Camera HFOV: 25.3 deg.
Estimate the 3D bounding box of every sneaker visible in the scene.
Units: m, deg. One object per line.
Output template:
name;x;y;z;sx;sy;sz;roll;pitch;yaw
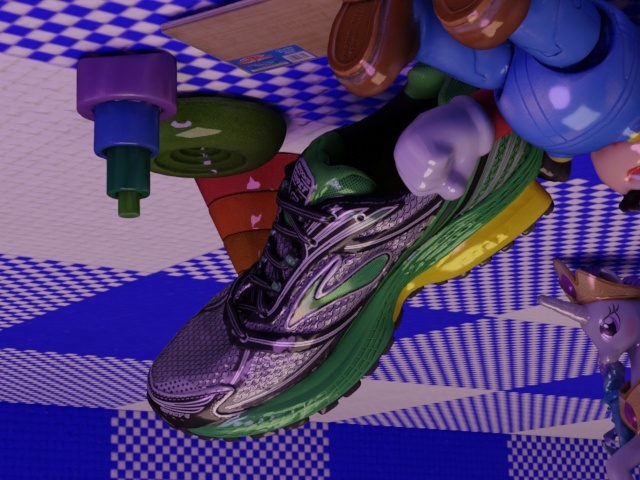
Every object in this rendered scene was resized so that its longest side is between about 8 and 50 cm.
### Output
sneaker;0.000;0.000;0.987;0.343;0.134;0.146;-44;133;10

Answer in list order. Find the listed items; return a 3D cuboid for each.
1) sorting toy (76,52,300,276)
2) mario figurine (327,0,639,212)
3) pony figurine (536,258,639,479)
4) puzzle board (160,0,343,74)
sorting toy;-0.080;-0.023;1.057;0.127;0.126;0.365;-6;166;16
mario figurine;0.165;-0.063;0.813;0.320;0.170;0.198;18;-168;-35
pony figurine;0.431;0.155;1.514;0.351;0.363;0.303;-13;163;-20
puzzle board;-0.018;-0.131;0.866;0.128;0.011;0.096;-10;165;31
